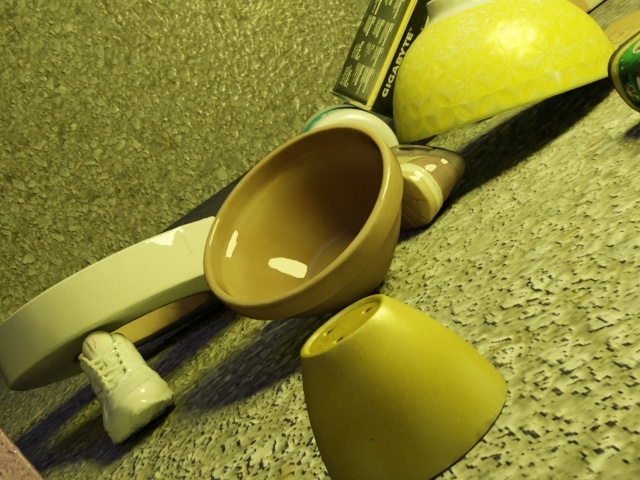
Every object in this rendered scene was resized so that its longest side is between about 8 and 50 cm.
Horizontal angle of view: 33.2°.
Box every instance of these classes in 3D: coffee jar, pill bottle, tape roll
[{"bbox_3d":[0.329,-0.155,0.972,0.096,0.079,0.184,-36,11,5],"label":"coffee jar"},{"bbox_3d":[0.037,-0.131,1.632,0.146,0.146,0.264,-35,9,3],"label":"pill bottle"},{"bbox_3d":[-0.251,0.086,1.449,0.392,0.072,0.392,-27,-8,-4],"label":"tape roll"}]

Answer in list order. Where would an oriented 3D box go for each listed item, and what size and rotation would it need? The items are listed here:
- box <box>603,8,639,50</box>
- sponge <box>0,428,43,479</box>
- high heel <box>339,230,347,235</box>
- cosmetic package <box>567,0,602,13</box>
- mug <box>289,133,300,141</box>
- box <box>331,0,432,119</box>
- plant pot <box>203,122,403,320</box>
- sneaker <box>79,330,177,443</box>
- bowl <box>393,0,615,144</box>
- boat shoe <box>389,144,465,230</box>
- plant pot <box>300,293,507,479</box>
[{"bbox_3d":[0.427,-0.280,1.402,0.164,0.021,0.201,-42,13,-34],"label":"box"},{"bbox_3d":[-0.448,0.306,1.264,0.210,0.117,0.031,-39,9,-17],"label":"sponge"},{"bbox_3d":[0.019,-0.031,1.333,0.186,0.093,0.261,-38,25,19],"label":"high heel"},{"bbox_3d":[0.371,-0.425,1.899,0.296,0.153,0.129,-38,9,-11],"label":"cosmetic package"},{"bbox_3d":[-0.025,-0.150,2.066,0.157,0.097,0.129,-32,11,23],"label":"mug"},{"bbox_3d":[0.165,-0.334,1.619,0.257,0.079,0.322,6,-70,-62],"label":"box"},{"bbox_3d":[0.000,0.000,1.132,0.237,0.110,0.237,-26,39,23],"label":"plant pot"},{"bbox_3d":[-0.240,0.162,1.255,0.090,0.115,0.232,-38,10,-13],"label":"sneaker"},{"bbox_3d":[0.209,-0.236,1.320,0.289,0.156,0.289,-18,6,2],"label":"bowl"},{"bbox_3d":[0.082,-0.068,1.339,0.092,0.103,0.285,-34,12,-22],"label":"boat shoe"},{"bbox_3d":[0.041,0.093,0.709,0.134,0.095,0.134,-34,11,7],"label":"plant pot"}]
